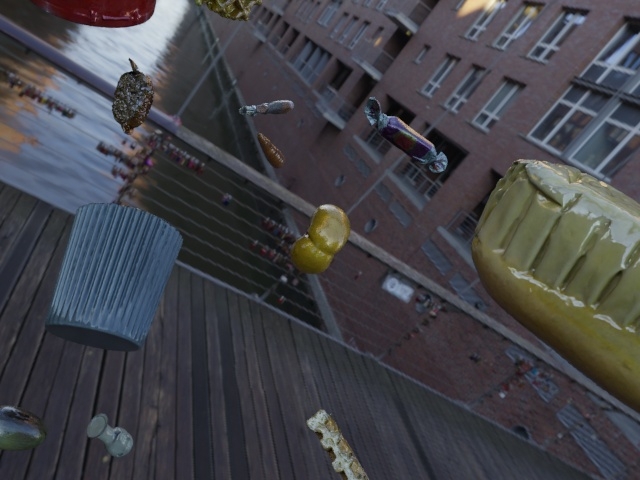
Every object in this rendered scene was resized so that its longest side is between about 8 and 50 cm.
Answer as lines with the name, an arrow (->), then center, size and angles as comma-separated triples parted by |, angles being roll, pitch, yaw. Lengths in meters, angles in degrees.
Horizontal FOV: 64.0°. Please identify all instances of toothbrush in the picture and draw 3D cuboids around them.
toothbrush -> -0.125, -0.304, 1.182 | 0.037, 0.028, 0.375 | -2, 12, -23

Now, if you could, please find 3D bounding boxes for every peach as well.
peach -> 0.000, 0.000, 1.201 | 0.103, 0.179, 0.179 | 30, 16, -7

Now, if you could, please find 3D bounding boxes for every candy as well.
candy -> 0.141, -0.169, 0.846 | 0.175, 0.045, 0.043 | 34, 40, -10

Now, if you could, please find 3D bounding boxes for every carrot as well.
carrot -> -0.140, -0.250, 1.406 | 0.048, 0.048, 0.216 | 43, -2, 17

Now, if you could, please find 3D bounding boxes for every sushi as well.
sushi -> -0.327, -0.248, 0.885 | 0.052, 0.120, 0.055 | 32, 16, 12

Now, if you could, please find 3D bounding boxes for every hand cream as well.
hand cream -> -0.318, -0.399, 0.710 | 0.193, 0.125, 0.193 | 15, 45, -16

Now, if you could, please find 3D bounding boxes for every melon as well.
melon -> -0.748, 0.458, 1.248 | 0.162, 0.099, 0.099 | 38, 12, -39

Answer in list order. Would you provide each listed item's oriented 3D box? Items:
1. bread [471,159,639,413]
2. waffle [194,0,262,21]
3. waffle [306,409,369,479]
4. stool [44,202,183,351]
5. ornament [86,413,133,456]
bread -> 0.216, 0.040, 0.347 | 0.236, 0.106, 0.140 | 39, 30, 23
waffle -> -0.164, -0.640, 1.163 | 0.301, 0.281, 0.058 | -29, 57, -25
waffle -> 0.090, 0.718, 1.623 | 0.348, 0.078, 0.304 | 56, -6, 30
stool -> -0.562, 0.109, 1.389 | 0.297, 0.297, 0.330 | 28, 59, -34
ornament -> -0.580, 0.550, 1.431 | 0.074, 0.081, 0.156 | -102, 174, -47
